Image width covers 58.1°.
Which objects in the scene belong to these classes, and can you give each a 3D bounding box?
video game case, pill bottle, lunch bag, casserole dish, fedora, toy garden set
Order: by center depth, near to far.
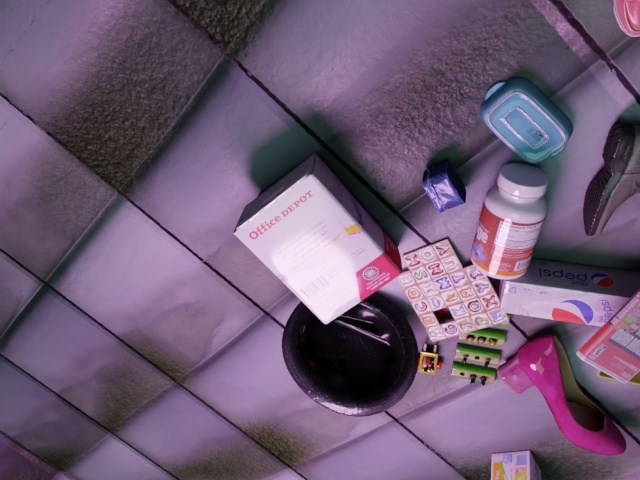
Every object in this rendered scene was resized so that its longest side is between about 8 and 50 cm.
[{"bbox_3d":[0.384,-0.217,1.076,0.188,0.037,0.114,39,127,-13],"label":"casserole dish"},{"bbox_3d":[0.660,0.156,1.145,0.204,0.025,0.285,27,108,-35],"label":"video game case"},{"bbox_3d":[0.380,-0.038,1.152,0.121,0.121,0.216,11,127,10],"label":"pill bottle"},{"bbox_3d":[0.247,-0.110,1.176,0.065,0.067,0.098,-25,113,30],"label":"lunch bag"},{"bbox_3d":[0.344,0.262,1.425,0.203,0.049,0.244,8,127,12],"label":"toy garden set"},{"bbox_3d":[0.072,0.275,1.428,0.333,0.334,0.152,16,161,7],"label":"fedora"}]

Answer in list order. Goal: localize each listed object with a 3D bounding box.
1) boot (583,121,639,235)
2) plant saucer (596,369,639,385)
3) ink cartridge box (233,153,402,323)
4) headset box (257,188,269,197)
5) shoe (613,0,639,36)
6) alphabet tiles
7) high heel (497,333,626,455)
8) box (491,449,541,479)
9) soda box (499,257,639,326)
[{"bbox_3d":[0.597,-0.101,1.067,0.161,0.083,0.247,7,128,6],"label":"boot"},{"bbox_3d":[0.740,0.246,1.289,0.188,0.045,0.188,10,127,12],"label":"plant saucer"},{"bbox_3d":[0.000,0.000,1.266,0.226,0.131,0.306,-35,110,20],"label":"ink cartridge box"},{"bbox_3d":[-0.093,-0.090,1.323,0.083,0.032,0.062,-11,121,23],"label":"headset box"},{"bbox_3d":[0.488,-0.394,0.885,0.063,0.081,0.178,-6,122,22],"label":"shoe"},{"bbox_3d":[0.294,0.115,1.333,0.198,0.009,0.237,-23,104,31],"label":"alphabet tiles"},{"bbox_3d":[0.619,0.373,1.367,0.377,0.127,0.181,33,132,-6],"label":"high heel"},{"bbox_3d":[0.536,0.696,1.578,0.114,0.203,0.103,-18,117,28],"label":"box"},{"bbox_3d":[0.533,0.111,1.226,0.286,0.098,0.091,7,127,12],"label":"soda box"}]
